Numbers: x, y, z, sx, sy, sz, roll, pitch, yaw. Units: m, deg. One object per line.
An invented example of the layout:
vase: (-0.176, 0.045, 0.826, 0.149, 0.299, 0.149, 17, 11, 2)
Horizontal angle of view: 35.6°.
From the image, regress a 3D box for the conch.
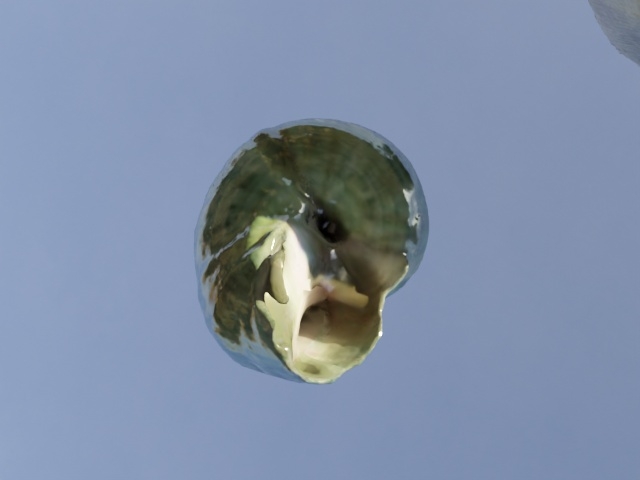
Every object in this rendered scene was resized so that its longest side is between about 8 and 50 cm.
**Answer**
conch: (0.000, 0.000, 0.878, 0.195, 0.277, 0.220, -36, -98, 24)

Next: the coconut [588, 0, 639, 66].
coconut: (0.399, -0.279, 0.829, 0.404, 0.404, 0.405, -5, -102, 24)
